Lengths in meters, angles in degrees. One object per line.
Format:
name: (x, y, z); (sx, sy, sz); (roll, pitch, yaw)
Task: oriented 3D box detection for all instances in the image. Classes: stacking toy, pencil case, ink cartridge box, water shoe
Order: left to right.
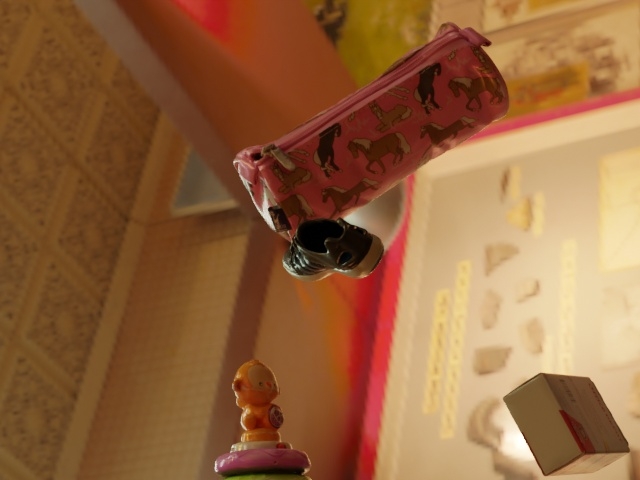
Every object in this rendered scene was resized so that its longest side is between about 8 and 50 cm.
stacking toy: (-0.062, 0.278, 1.497); (0.175, 0.166, 0.301); (12, -110, -41)
water shoe: (0.000, 0.000, 1.653); (0.080, 0.203, 0.073); (38, -111, -23)
pencil case: (0.075, -0.148, 1.910); (0.160, 0.386, 0.167); (58, 176, -2)
ink cartridge box: (0.347, 0.259, 1.928); (0.175, 0.072, 0.127); (13, -135, -56)
